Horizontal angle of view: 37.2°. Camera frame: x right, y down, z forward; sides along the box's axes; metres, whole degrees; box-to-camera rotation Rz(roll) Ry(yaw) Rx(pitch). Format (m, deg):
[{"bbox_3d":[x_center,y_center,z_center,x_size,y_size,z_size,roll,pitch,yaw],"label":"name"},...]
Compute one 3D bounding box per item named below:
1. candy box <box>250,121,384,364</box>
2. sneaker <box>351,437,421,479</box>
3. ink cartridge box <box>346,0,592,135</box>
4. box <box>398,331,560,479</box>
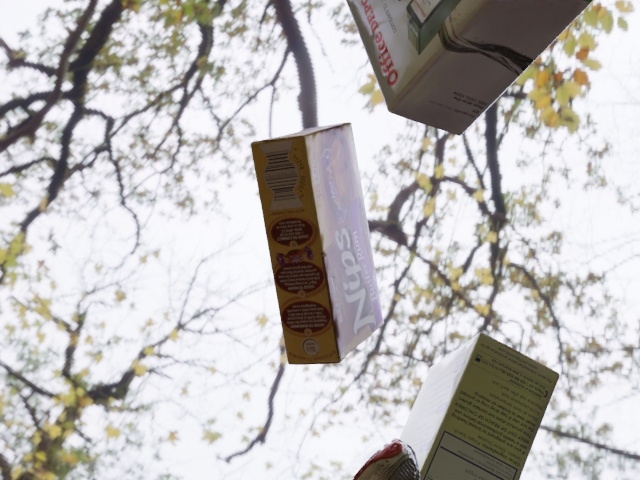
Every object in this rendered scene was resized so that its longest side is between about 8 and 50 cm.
[{"bbox_3d":[0.000,0.000,0.801,0.053,0.109,0.186,-7,-81,24],"label":"candy box"},{"bbox_3d":[0.087,0.281,0.881,0.093,0.088,0.225,14,-54,43],"label":"sneaker"},{"bbox_3d":[0.173,-0.292,1.060,0.122,0.211,0.289,12,-43,-34],"label":"ink cartridge box"},{"bbox_3d":[0.178,0.271,1.230,0.117,0.243,0.213,29,-23,-1],"label":"box"}]
